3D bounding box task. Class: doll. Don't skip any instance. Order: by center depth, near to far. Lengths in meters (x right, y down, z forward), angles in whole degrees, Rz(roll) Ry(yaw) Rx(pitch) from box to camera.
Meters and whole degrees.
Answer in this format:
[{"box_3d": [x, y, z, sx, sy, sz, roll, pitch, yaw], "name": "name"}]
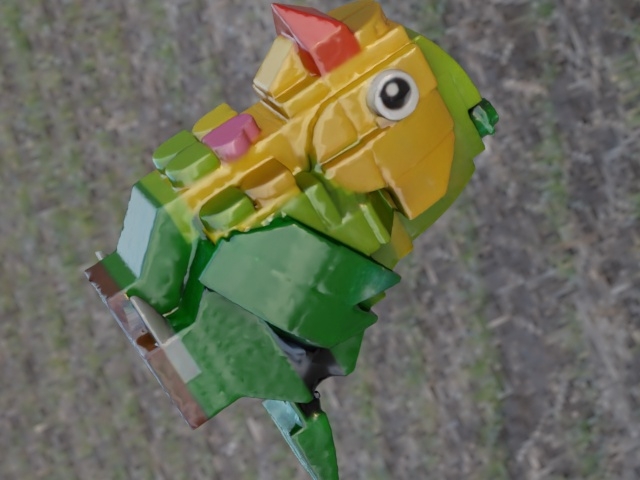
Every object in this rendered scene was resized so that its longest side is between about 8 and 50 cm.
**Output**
[{"box_3d": [-0.007, -0.004, 0.680, 0.186, 0.134, 0.106, -60, 25, 6], "name": "doll"}]
